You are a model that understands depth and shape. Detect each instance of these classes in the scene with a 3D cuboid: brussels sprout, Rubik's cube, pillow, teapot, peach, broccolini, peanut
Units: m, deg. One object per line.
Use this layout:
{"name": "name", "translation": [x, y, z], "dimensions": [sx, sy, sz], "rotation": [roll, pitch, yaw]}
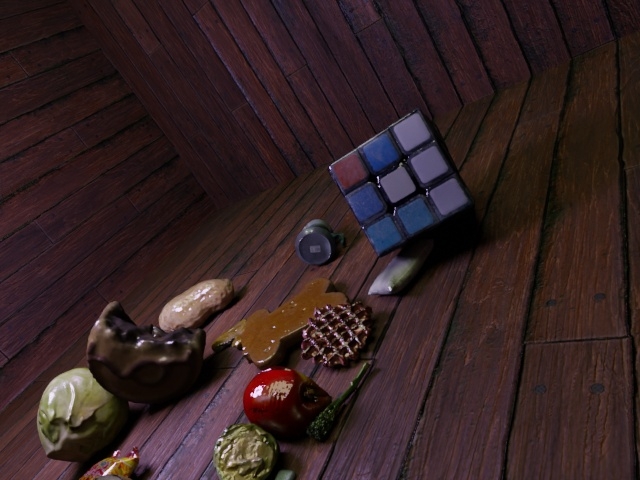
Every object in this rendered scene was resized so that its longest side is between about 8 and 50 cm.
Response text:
{"name": "brussels sprout", "translation": [-0.854, 0.621, 1.710], "dimensions": [0.247, 0.328, 0.328], "rotation": [-51, 8, 35]}
{"name": "Rubik's cube", "translation": [0.288, -0.180, 1.577], "dimensions": [0.363, 0.362, 0.358], "rotation": [-26, -6, 21]}
{"name": "pillow", "translation": [0.260, 0.091, 1.525], "dimensions": [0.254, 0.078, 0.144], "rotation": [-44, 13, -29]}
{"name": "brussels sprout", "translation": [-0.176, 0.523, 1.135], "dimensions": [0.151, 0.122, 0.149], "rotation": [27, 62, 27]}
{"name": "teapot", "translation": [0.000, 0.000, 2.041], "dimensions": [0.203, 0.171, 0.225], "rotation": [2, 18, 4]}
{"name": "peach", "translation": [-0.125, 0.419, 1.240], "dimensions": [0.267, 0.154, 0.159], "rotation": [-9, 33, 48]}
{"name": "broccolini", "translation": [0.054, 0.396, 1.179], "dimensions": [0.051, 0.054, 0.239], "rotation": [30, 55, 28]}
{"name": "peanut", "translation": [-0.569, 0.301, 2.175], "dimensions": [0.387, 0.170, 0.192], "rotation": [-34, 25, -1]}

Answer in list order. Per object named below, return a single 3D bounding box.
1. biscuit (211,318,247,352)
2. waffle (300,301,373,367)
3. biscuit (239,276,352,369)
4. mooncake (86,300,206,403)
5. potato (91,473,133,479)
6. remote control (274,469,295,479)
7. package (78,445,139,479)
{"name": "biscuit", "translation": [-0.336, 0.382, 1.819], "dimensions": [0.174, 0.039, 0.183], "rotation": [-37, 19, -12]}
{"name": "waffle", "translation": [0.047, 0.274, 1.390], "dimensions": [0.221, 0.055, 0.234], "rotation": [-7, 38, 22]}
{"name": "biscuit", "translation": [-0.095, 0.283, 1.640], "dimensions": [0.394, 0.076, 0.368], "rotation": [-33, 19, -8]}
{"name": "mooncake", "translation": [-0.621, 0.392, 1.717], "dimensions": [0.393, 0.393, 0.246], "rotation": [-22, 17, 3]}
{"name": "potato", "translation": [-0.516, 0.701, 1.246], "dimensions": [0.202, 0.182, 0.117], "rotation": [-17, -18, 22]}
{"name": "remote control", "translation": [-0.098, 0.568, 1.050], "dimensions": [0.053, 0.018, 0.124], "rotation": [-20, 23, 35]}
{"name": "package", "translation": [-0.666, 0.744, 1.398], "dimensions": [0.223, 0.108, 0.288], "rotation": [-21, 15, 44]}
